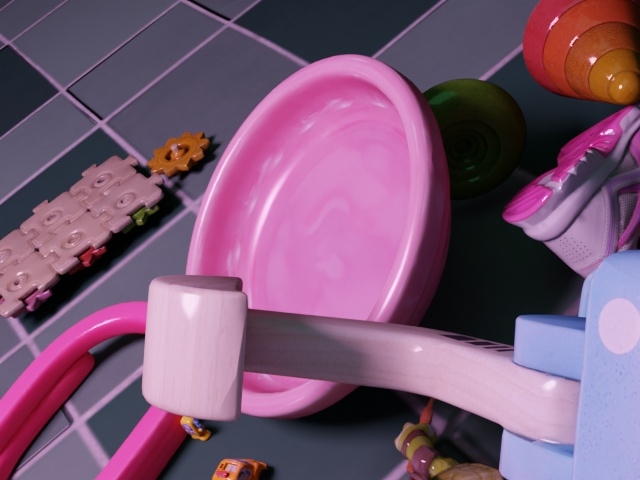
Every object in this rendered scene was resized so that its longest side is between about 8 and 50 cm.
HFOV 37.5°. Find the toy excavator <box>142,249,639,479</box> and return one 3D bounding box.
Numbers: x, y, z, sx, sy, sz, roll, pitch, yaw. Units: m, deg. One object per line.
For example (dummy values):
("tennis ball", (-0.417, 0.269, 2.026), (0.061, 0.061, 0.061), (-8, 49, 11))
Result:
("toy excavator", (0.156, 0.095, 0.563), (0.445, 0.432, 0.223), (5, 92, 60))

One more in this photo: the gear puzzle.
("gear puzzle", (-0.278, -0.032, 1.194), (0.339, 0.044, 0.175), (-40, 38, -14))

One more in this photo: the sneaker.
("sneaker", (0.261, -0.044, 0.818), (0.252, 0.111, 0.103), (-38, 2, -36))

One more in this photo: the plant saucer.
("plant saucer", (0.000, 0.000, 0.858), (0.332, 0.084, 0.332), (-26, 54, 43))

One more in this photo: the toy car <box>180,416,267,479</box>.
("toy car", (-0.100, 0.198, 0.834), (0.122, 0.041, 0.060), (20, 61, 43))

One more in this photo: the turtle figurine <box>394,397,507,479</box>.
("turtle figurine", (0.092, 0.215, 0.655), (0.217, 0.087, 0.269), (-37, 40, -7))

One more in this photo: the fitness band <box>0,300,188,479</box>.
("fitness band", (-0.234, 0.184, 0.926), (0.209, 0.054, 0.291), (14, 58, 41))

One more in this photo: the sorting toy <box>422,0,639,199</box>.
("sorting toy", (0.157, -0.081, 0.855), (0.365, 0.127, 0.126), (-38, 28, 19))
